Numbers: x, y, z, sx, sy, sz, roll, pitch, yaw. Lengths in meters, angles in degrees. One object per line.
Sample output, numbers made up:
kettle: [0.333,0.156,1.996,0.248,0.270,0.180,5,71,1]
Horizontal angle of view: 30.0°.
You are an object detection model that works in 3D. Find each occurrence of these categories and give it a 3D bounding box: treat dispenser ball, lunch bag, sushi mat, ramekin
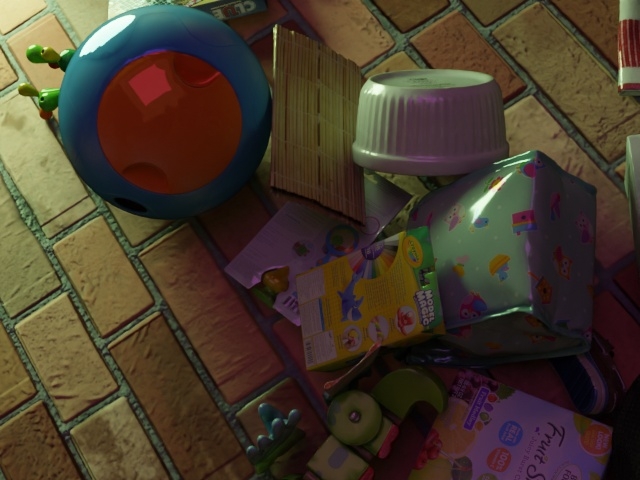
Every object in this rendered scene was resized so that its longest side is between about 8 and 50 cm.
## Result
treat dispenser ball: [-0.209,-0.172,1.617,0.288,0.288,0.288,-5,63,11]
lunch bag: [0.202,0.038,1.489,0.262,0.160,0.223,-19,56,44]
sushi mat: [-0.003,-0.159,1.620,0.019,0.151,0.316,-45,33,40]
ramekin: [0.143,-0.159,1.563,0.207,0.207,0.109,2,107,14]

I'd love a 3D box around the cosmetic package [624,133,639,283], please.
cosmetic package: [0.499,-0.015,1.460,0.224,0.138,0.225,-7,64,10]

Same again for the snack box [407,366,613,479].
snack box: [0.227,0.271,1.421,0.207,0.070,0.174,20,70,20]

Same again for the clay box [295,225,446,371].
clay box: [0.068,0.074,1.452,0.222,0.053,0.127,-22,68,40]

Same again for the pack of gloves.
pack of gloves: [-0.018,0.191,1.425,0.195,0.232,0.046,-40,78,-10]

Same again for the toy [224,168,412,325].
toy: [0.000,0.000,1.614,0.137,0.056,0.237,35,71,24]

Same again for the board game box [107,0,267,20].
board game box: [-0.207,-0.398,1.852,0.243,0.042,0.165,-11,53,8]

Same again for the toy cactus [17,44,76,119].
toy cactus: [-0.341,-0.231,1.799,0.180,0.112,0.219,-37,58,-27]

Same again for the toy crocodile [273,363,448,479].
toy crocodile: [0.017,0.279,1.430,0.105,0.115,0.340,39,87,13]

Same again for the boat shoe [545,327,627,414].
boat shoe: [0.322,0.142,1.465,0.066,0.066,0.183,9,42,-22]

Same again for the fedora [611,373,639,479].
fedora: [0.425,0.236,1.324,0.334,0.334,0.152,-55,30,-15]

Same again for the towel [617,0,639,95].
towel: [0.540,-0.346,1.670,0.237,0.037,0.329,2,65,15]
